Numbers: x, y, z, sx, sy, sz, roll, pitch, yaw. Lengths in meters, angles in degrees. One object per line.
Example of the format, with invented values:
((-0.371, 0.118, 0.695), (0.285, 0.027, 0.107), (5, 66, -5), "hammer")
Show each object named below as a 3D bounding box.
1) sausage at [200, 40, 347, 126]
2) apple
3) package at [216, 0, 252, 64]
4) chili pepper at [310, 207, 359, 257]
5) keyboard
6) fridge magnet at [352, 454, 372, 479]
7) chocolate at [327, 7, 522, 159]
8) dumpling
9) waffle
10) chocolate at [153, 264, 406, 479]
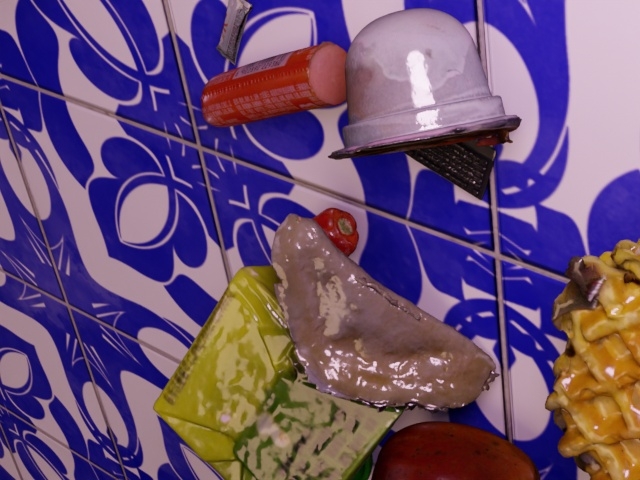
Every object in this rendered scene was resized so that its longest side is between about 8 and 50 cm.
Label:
((-0.070, -0.182, 1.488), (0.274, 0.074, 0.074), (-5, 118, 51), "sausage")
((0.165, 0.340, 1.571), (0.234, 0.234, 0.234), (30, 140, 28), "apple")
((-0.108, -0.262, 1.510), (0.037, 0.015, 0.110), (42, 144, 14), "package")
((0.000, 0.000, 1.585), (0.123, 0.070, 0.073), (-28, 70, 57), "chili pepper")
((0.111, -0.120, 1.390), (0.196, 0.015, 0.074), (34, 142, 22), "keyboard")
((-0.012, 0.302, 1.855), (0.208, 0.088, 0.208), (23, 133, 28), "fridge magnet")
((0.100, -0.162, 1.259), (0.221, 0.221, 0.147), (-10, 85, 52), "chocolate")
((0.051, 0.116, 1.542), (0.332, 0.166, 0.086), (39, -169, -4), "dumpling")
((0.407, 0.173, 1.257), (0.380, 0.095, 0.382), (29, 137, 28), "waffle")
((-0.043, 0.216, 1.697), (0.289, 0.137, 0.301), (42, 120, 13), "chocolate")
